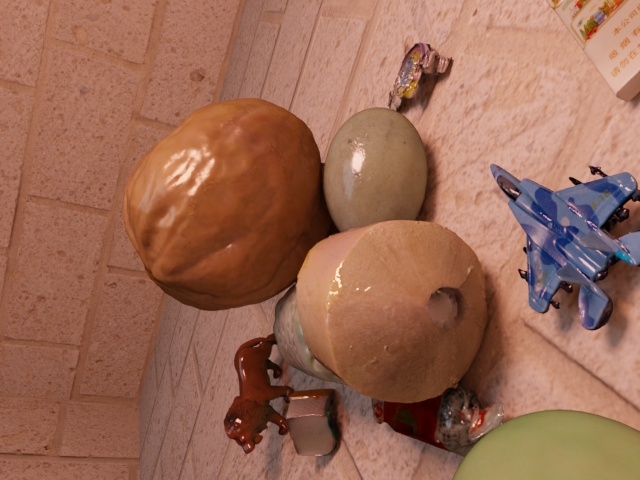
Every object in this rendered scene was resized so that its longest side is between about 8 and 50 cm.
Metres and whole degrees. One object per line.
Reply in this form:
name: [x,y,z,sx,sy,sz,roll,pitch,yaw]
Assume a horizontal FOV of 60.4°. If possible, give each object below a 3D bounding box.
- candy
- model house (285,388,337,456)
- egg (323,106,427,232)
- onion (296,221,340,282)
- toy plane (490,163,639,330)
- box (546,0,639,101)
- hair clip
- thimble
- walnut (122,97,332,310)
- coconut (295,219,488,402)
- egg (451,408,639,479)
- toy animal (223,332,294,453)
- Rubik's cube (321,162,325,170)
candy: [0.146,0.232,0.744,0.292,0.059,0.086,-15,63,64]
model house: [-0.009,0.337,1.044,0.100,0.087,0.101,-73,-28,-65]
egg: [0.089,-0.102,0.897,0.169,0.169,0.237,167,112,-65]
onion: [0.000,0.000,1.157,0.098,0.151,0.206,29,119,31]
toy plane: [0.253,-0.023,0.602,0.246,0.078,0.169,-104,33,-58]
box: [0.326,-0.267,0.597,0.122,0.032,0.220,-54,32,42]
hair clip: [0.169,-0.295,0.975,0.116,0.049,0.172,-65,14,-4]
thimble: [0.031,0.125,0.907,0.149,0.185,0.211,-12,59,64]
walnut: [-0.158,-0.061,0.953,0.381,0.381,0.381,-168,90,-67]
coconut: [0.095,0.085,0.717,0.244,0.239,0.239,175,105,-71]
egg: [0.199,0.262,0.398,0.220,0.220,0.270,-50,45,48]
toy animal: [-0.146,0.332,1.257,0.097,0.157,0.312,-56,33,40]
Rubik's cube: [-0.014,-0.126,1.247,0.093,0.111,0.111,48,127,33]
